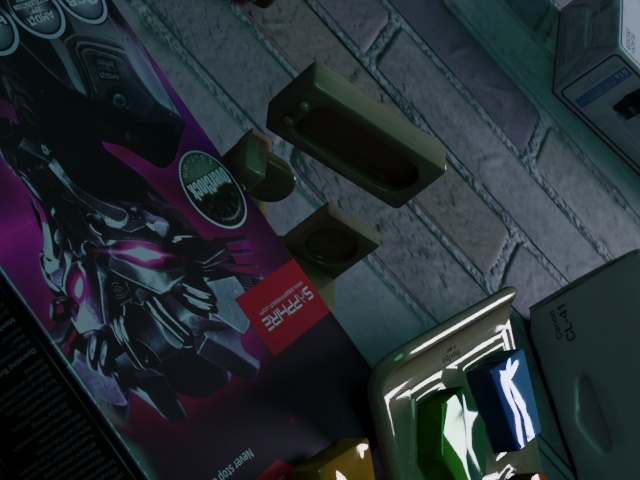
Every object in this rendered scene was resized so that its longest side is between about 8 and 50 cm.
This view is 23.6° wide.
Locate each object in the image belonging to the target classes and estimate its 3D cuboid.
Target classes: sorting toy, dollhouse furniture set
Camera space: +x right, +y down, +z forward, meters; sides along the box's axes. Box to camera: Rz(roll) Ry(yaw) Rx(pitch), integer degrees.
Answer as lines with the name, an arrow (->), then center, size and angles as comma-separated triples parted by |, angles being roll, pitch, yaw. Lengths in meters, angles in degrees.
sorting toy -> 0.085, 0.168, 0.960 | 0.307, 0.041, 0.229 | -21, 104, -60
dollhouse furniture set -> 0.000, 0.000, 1.005 | 0.144, 0.151, 0.123 | 31, 41, -27

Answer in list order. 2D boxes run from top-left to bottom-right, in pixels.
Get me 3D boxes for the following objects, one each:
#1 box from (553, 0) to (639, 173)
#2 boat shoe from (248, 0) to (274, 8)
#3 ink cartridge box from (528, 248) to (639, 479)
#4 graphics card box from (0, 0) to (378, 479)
box -> 0.378, -0.135, 1.632 | 0.290, 0.087, 0.169 | 39, 37, -21
boat shoe -> -0.058, -0.277, 1.254 | 0.072, 0.068, 0.190 | 22, 45, -22
ink cartridge box -> 0.342, 0.150, 1.307 | 0.306, 0.131, 0.226 | 14, 51, -46
graphics card box -> -0.127, 0.019, 0.888 | 0.371, 0.094, 0.233 | 54, 34, 1
